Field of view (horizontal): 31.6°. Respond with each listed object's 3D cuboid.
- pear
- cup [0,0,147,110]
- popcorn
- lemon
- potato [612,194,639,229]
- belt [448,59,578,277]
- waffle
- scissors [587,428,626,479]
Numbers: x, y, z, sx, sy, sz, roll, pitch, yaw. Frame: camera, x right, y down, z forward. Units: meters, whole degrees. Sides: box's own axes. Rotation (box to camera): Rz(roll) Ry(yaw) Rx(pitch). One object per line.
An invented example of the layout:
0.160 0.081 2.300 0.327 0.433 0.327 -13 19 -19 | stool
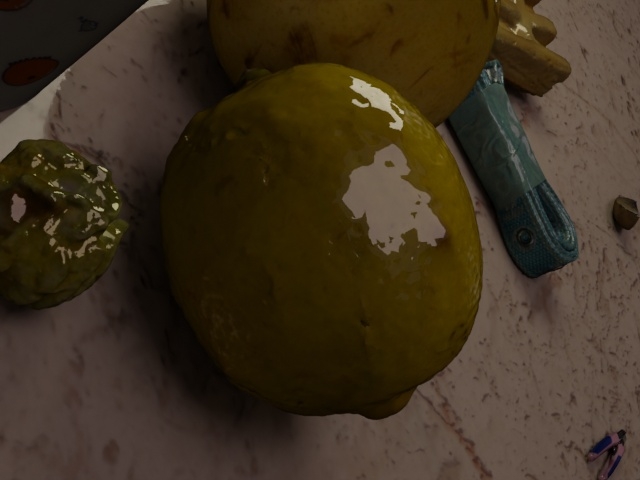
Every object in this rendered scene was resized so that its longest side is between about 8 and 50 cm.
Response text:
0.032 -0.216 1.064 0.281 0.281 0.280 30 46 -37 | pear
-0.179 -0.255 0.788 0.212 0.317 0.212 31 45 -37 | cup
-0.193 -0.015 0.794 0.116 0.106 0.120 47 37 -36 | popcorn
0.001 0.002 0.902 0.261 0.261 0.283 1 90 -51 | lemon
0.448 -0.039 1.674 0.037 0.036 0.093 22 18 5 | potato
0.229 -0.100 1.407 0.087 0.072 0.302 -22 86 -50 | belt
0.204 -0.381 1.560 0.304 0.077 0.348 16 55 -44 | waffle
0.351 0.255 1.367 0.113 0.012 0.039 -23 85 -55 | scissors
